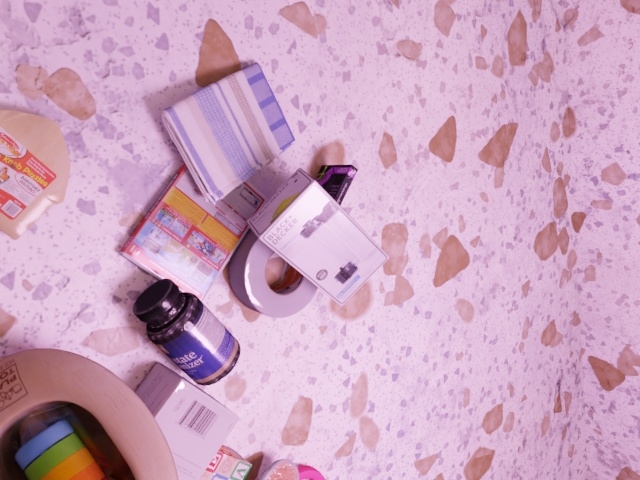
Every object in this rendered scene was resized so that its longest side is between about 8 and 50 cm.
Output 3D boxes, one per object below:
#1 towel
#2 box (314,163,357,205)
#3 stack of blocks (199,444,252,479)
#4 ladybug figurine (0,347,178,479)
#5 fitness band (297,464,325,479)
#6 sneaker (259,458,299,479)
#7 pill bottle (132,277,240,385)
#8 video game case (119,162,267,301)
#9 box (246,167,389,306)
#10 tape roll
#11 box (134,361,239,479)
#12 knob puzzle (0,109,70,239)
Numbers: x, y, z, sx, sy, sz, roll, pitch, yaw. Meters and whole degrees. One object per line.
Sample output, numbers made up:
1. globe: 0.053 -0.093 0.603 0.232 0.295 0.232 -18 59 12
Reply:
1. towel: -0.184 -0.233 1.093 0.285 0.034 0.209 -44 119 -37
2. box: 0.012 -0.109 1.241 0.029 0.116 0.162 35 74 -36
3. stack of blocks: -0.274 0.598 1.122 0.171 0.087 0.297 41 71 -36
4. ladybug figurine: -0.402 0.376 0.847 0.305 0.162 0.449 -34 78 -12
5. fitness band: -0.090 0.716 1.316 0.209 0.054 0.290 43 71 -36
6. sneaker: -0.154 0.649 1.187 0.108 0.121 0.302 40 52 -14
7. pill bottle: -0.269 0.183 1.044 0.123 0.123 0.219 -49 123 -24
8. video game case: -0.255 -0.035 1.088 0.204 0.025 0.285 43 68 -35
9. box: 0.000 0.000 1.136 0.169 0.087 0.290 -45 125 2
10. tape roll: -0.101 0.066 1.201 0.219 0.072 0.219 -8 102 -39
11. box: -0.300 0.378 1.048 0.181 0.119 0.181 48 67 -34
12. knob puzzle: -0.510 -0.129 0.858 0.213 0.030 0.213 -6 100 -38
